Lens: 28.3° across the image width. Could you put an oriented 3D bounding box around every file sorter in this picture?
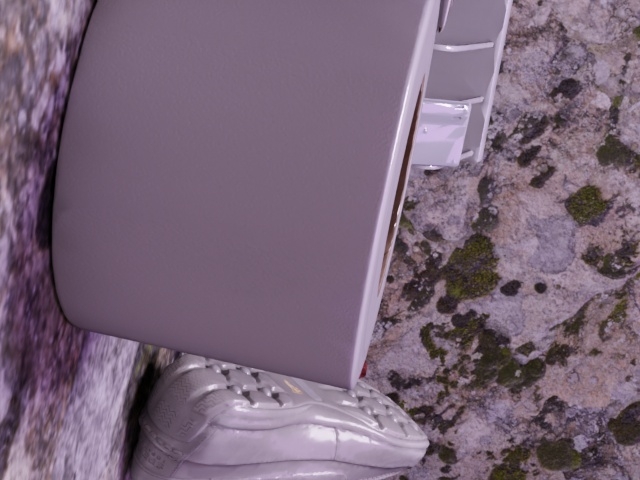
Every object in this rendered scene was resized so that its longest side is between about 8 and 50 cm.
[{"bbox_3d":[0.090,-0.231,1.413,0.173,0.193,0.278,-25,127,-63],"label":"file sorter"}]

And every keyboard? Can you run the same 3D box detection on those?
[{"bbox_3d":[0.048,-0.114,1.287,0.014,0.256,0.072,40,-58,50],"label":"keyboard"}]

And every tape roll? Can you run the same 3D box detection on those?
[{"bbox_3d":[-0.034,-0.049,0.739,0.246,0.169,0.246,12,90,-84],"label":"tape roll"}]

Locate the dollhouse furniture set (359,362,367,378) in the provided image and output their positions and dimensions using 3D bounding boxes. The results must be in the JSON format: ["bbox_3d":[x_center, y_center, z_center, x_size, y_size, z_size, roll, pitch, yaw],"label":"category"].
[{"bbox_3d":[-0.059,0.284,1.311,0.374,0.152,0.201,95,9,-52],"label":"dollhouse furniture set"}]

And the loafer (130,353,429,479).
[{"bbox_3d":[-0.029,0.167,1.061,0.319,0.112,0.111,17,110,-46],"label":"loafer"}]

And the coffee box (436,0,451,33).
[{"bbox_3d":[0.044,-0.268,1.075,0.297,0.168,0.119,-62,164,-69],"label":"coffee box"}]
